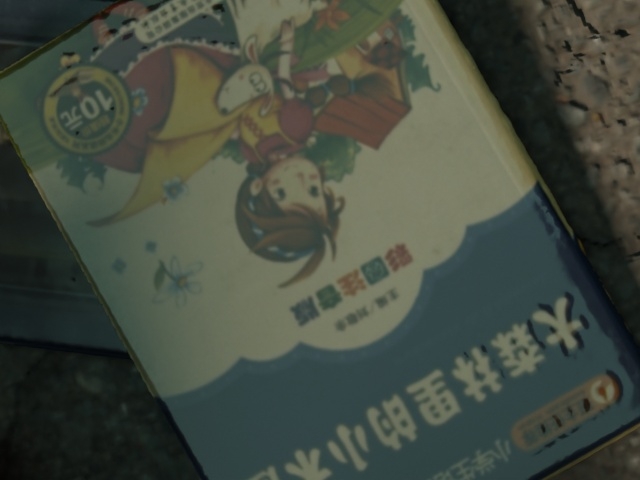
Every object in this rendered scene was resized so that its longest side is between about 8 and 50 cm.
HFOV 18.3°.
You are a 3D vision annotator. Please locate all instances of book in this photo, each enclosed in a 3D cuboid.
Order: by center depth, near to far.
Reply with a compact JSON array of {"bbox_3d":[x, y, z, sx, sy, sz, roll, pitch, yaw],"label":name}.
[{"bbox_3d":[0.000,0.000,1.001,0.228,0.018,0.322,-31,85,4],"label":"book"},{"bbox_3d":[-0.157,-0.039,1.052,0.269,0.025,0.191,7,88,12],"label":"book"}]
